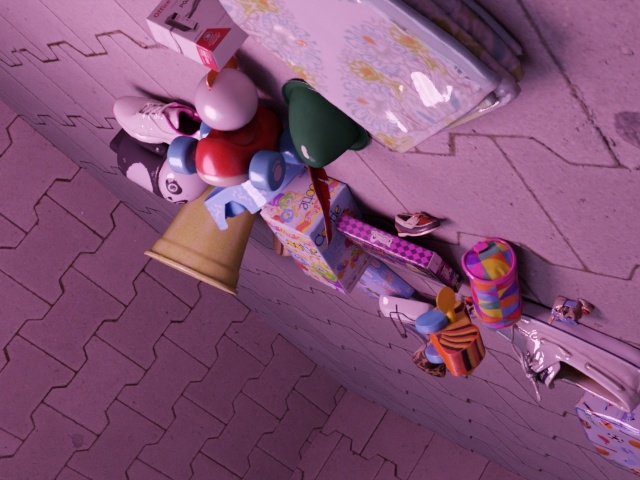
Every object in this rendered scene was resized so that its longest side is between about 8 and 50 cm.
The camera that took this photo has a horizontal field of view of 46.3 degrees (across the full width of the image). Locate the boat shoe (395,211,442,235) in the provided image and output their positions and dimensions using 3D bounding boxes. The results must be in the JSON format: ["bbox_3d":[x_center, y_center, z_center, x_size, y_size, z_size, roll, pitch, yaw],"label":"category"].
[{"bbox_3d":[0.185,-0.033,1.439,0.137,0.049,0.043,-2,101,68],"label":"boat shoe"}]

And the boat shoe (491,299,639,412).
[{"bbox_3d":[0.454,0.239,1.478,0.367,0.156,0.136,25,162,33],"label":"boat shoe"}]

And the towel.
[{"bbox_3d":[0.039,-0.267,0.946,0.374,0.090,0.320,38,164,-11],"label":"towel"}]

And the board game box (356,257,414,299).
[{"bbox_3d":[0.131,0.095,1.955,0.160,0.039,0.211,39,165,-16],"label":"board game box"}]

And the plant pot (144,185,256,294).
[{"bbox_3d":[-0.302,-0.020,2.058,0.276,0.253,0.276,24,173,3],"label":"plant pot"}]

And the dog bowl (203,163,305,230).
[{"bbox_3d":[-0.149,-0.120,1.593,0.074,0.166,0.297,47,147,-13],"label":"dog bowl"}]

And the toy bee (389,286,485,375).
[{"bbox_3d":[0.276,0.171,1.584,0.298,0.162,0.195,51,163,49],"label":"toy bee"}]

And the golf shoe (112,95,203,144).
[{"bbox_3d":[-0.352,-0.281,1.735,0.306,0.115,0.140,25,153,12],"label":"golf shoe"}]

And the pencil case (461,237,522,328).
[{"bbox_3d":[0.323,0.084,1.401,0.104,0.104,0.236,27,163,26],"label":"pencil case"}]

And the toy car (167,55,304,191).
[{"bbox_3d":[-0.155,-0.238,1.366,0.219,0.210,0.238,14,128,23],"label":"toy car"}]

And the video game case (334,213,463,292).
[{"bbox_3d":[0.169,0.029,1.584,0.232,0.041,0.210,24,175,32],"label":"video game case"}]

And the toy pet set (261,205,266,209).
[{"bbox_3d":[-0.100,-0.055,1.934,0.122,0.065,0.114,38,165,-14],"label":"toy pet set"}]

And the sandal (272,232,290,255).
[{"bbox_3d":[-0.077,0.000,2.023,0.079,0.088,0.240,2,-170,-11],"label":"sandal"}]

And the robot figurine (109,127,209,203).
[{"bbox_3d":[-0.407,-0.203,1.921,0.278,0.173,0.209,29,-157,22],"label":"robot figurine"}]

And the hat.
[{"bbox_3d":[-0.030,-0.143,1.285,0.209,0.183,0.173,30,164,17],"label":"hat"}]

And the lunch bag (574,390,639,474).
[{"bbox_3d":[0.700,0.422,1.610,0.243,0.115,0.303,14,154,48],"label":"lunch bag"}]

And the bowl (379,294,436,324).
[{"bbox_3d":[0.217,0.179,1.889,0.142,0.053,0.142,11,173,17],"label":"bowl"}]

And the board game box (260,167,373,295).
[{"bbox_3d":[0.006,-0.019,1.670,0.142,0.144,0.275,26,162,32],"label":"board game box"}]

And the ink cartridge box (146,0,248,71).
[{"bbox_3d":[-0.190,-0.342,1.181,0.135,0.099,0.056,29,164,19],"label":"ink cartridge box"}]

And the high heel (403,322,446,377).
[{"bbox_3d":[0.347,0.342,2.133,0.186,0.093,0.261,26,155,51],"label":"high heel"}]

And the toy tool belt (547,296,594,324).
[{"bbox_3d":[0.455,0.136,1.366,0.052,0.051,0.083,41,163,-23],"label":"toy tool belt"}]
